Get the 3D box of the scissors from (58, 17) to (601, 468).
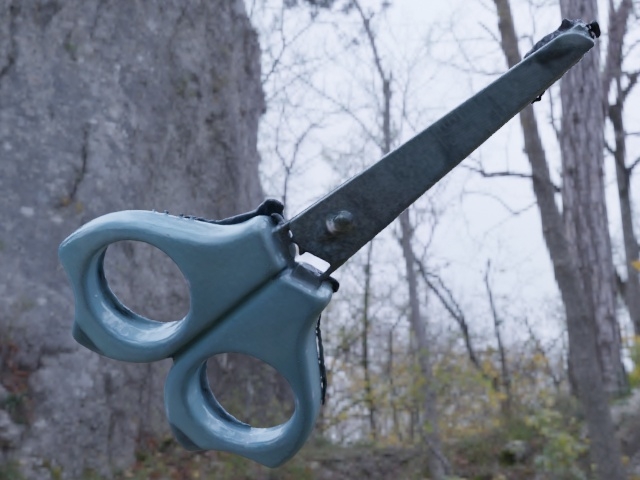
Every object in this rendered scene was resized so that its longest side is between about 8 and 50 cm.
[{"bbox_3d":[0.001,-0.001,0.507,0.191,0.029,0.360,47,-59,-8],"label":"scissors"}]
